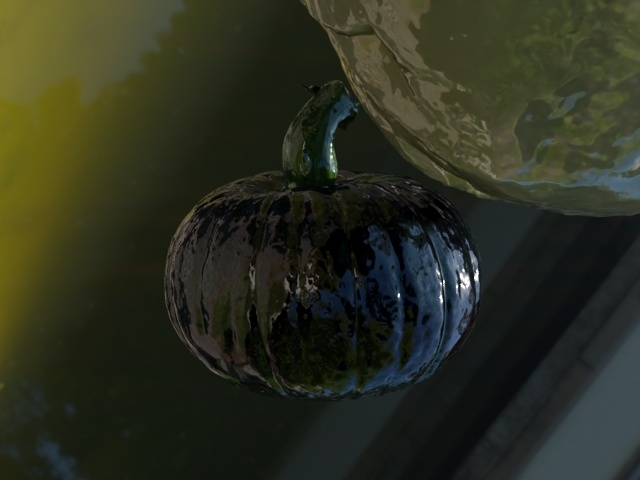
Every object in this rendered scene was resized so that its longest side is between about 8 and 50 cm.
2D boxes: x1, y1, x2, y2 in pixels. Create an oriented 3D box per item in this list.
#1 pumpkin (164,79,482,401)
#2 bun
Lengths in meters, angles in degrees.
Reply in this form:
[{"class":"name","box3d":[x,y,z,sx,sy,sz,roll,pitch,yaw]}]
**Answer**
[{"class":"pumpkin","box3d":[0.000,0.000,0.915,0.248,0.248,0.248,-42,156,-23]},{"class":"bun","box3d":[0.090,-0.200,0.536,0.365,0.219,0.365,4,90,-74]}]
